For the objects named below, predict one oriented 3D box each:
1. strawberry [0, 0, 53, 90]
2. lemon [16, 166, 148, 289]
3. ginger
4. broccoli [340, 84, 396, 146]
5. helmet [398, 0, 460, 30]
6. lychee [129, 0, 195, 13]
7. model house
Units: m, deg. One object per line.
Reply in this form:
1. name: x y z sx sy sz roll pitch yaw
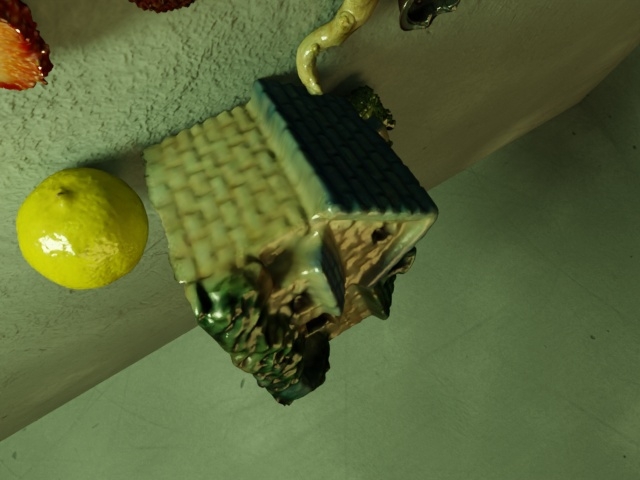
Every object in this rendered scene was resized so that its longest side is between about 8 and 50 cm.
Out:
1. strawberry: -0.315 -0.186 0.378 0.167 0.087 0.208 -5 -175 -22
2. lemon: -0.350 -0.015 0.715 0.178 0.178 0.203 -28 163 -18
3. ginger: 0.041 -0.327 0.676 0.288 0.075 0.089 -47 -176 39
4. broccoli: 0.075 -0.211 1.008 0.197 0.176 0.226 -27 -177 -35
5. helmet: 0.162 -0.389 0.733 0.123 0.071 0.098 -25 163 2
6. lychee: -0.132 -0.261 0.398 0.129 0.123 0.123 -36 171 -24
7. model house: 0.000 0.000 0.815 0.399 0.395 0.446 -30 139 -5
